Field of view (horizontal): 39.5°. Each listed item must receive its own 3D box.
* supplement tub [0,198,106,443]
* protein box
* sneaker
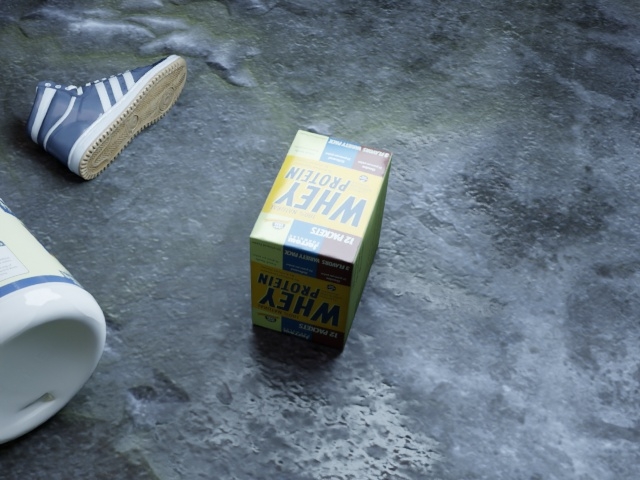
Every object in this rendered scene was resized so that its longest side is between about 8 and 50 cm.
[{"bbox_3d":[-0.447,0.068,1.103,0.235,0.235,0.325,-35,61,-28],"label":"supplement tub"},{"bbox_3d":[0.000,0.000,1.213,0.136,0.199,0.201,14,52,8],"label":"protein box"},{"bbox_3d":[-0.350,-0.231,1.446,0.153,0.099,0.282,28,57,16],"label":"sneaker"}]
